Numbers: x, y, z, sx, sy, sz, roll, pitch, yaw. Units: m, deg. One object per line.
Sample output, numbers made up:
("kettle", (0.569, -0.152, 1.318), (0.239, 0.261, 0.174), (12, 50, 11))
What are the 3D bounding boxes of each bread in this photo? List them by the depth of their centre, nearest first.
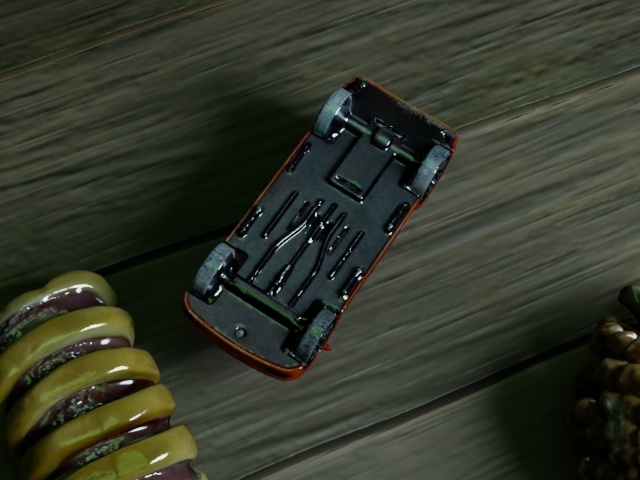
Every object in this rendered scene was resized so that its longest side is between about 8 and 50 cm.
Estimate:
("bread", (-0.171, 0.132, 1.181), (0.134, 0.081, 0.225), (-27, 71, -15))

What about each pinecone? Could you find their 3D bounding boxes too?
("pinecone", (0.272, 0.115, 1.181), (0.186, 0.169, 0.212), (-18, 56, 35))

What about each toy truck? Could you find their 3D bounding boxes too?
("toy truck", (0.000, 0.000, 1.242), (0.107, 0.114, 0.252), (32, 65, 8))
